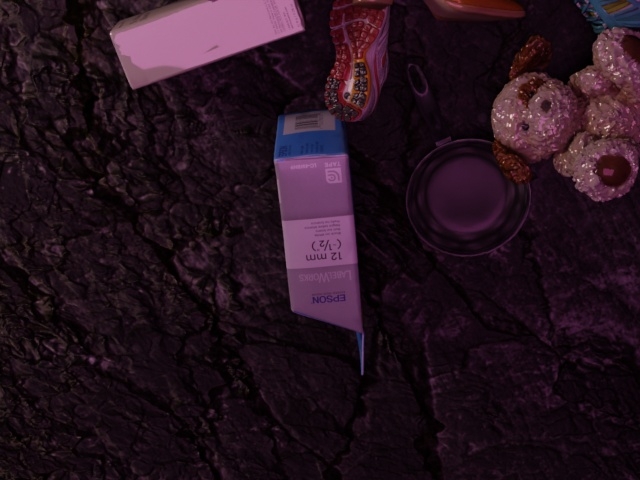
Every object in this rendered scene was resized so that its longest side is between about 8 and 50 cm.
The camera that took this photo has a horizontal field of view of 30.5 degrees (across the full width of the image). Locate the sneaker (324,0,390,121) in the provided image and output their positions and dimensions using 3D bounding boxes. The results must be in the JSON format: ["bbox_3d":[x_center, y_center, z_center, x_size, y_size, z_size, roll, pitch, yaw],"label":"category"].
[{"bbox_3d":[0.061,-0.290,1.772,0.088,0.093,0.225,14,97,23],"label":"sneaker"}]

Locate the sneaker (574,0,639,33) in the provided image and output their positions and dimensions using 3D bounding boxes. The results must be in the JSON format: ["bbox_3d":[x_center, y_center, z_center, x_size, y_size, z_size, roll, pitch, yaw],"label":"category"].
[{"bbox_3d":[0.425,-0.357,1.737,0.275,0.107,0.110,16,119,-7],"label":"sneaker"}]

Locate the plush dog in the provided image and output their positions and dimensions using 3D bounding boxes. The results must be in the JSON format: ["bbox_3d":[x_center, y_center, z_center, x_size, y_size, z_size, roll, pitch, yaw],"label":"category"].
[{"bbox_3d":[0.373,-0.185,1.782,0.225,0.210,0.262,11,83,10],"label":"plush dog"}]

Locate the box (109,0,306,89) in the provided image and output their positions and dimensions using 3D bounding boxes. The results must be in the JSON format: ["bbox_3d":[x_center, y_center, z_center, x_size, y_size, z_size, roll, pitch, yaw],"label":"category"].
[{"bbox_3d":[-0.163,-0.318,1.737,0.275,0.113,0.094,-18,110,5],"label":"box"}]

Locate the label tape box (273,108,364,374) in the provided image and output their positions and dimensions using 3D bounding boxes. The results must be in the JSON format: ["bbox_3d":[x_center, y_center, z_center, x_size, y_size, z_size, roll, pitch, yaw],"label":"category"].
[{"bbox_3d":[0.000,0.000,1.786,0.115,0.249,0.348,-3,111,0],"label":"label tape box"}]

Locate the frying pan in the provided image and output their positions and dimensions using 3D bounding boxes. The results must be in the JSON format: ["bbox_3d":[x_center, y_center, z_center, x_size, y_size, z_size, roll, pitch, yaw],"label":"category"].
[{"bbox_3d":[0.187,-0.112,1.852,0.326,0.053,0.197,42,105,-13],"label":"frying pan"}]

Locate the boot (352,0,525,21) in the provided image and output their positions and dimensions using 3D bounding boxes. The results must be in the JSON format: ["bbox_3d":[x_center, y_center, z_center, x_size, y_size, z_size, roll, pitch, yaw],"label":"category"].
[{"bbox_3d":[0.176,-0.433,1.706,0.295,0.104,0.211,4,91,-23],"label":"boot"}]
